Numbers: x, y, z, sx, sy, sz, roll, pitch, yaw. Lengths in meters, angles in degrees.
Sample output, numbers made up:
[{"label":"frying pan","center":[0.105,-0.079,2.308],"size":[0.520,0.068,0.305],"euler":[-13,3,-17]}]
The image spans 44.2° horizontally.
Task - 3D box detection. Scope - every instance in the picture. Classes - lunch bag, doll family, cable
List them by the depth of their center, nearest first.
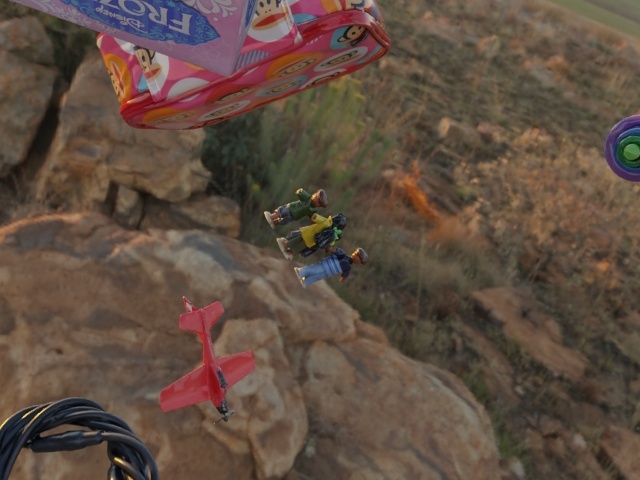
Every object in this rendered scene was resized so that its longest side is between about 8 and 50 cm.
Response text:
[{"label":"cable","center":[-0.198,0.207,0.618],"size":[0.184,0.047,0.150],"euler":[28,56,31]},{"label":"lunch bag","center":[-0.074,-0.217,0.887],"size":[0.293,0.120,0.258],"euler":[-18,1,15]},{"label":"doll family","center":[0.000,0.000,1.176],"size":[0.111,0.193,0.076],"euler":[-24,57,3]}]

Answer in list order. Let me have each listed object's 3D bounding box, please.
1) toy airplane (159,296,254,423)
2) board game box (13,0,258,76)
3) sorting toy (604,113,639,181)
[{"label":"toy airplane","center":[-0.126,0.134,0.901],"size":[0.028,0.151,0.151],"euler":[-15,0,40]},{"label":"board game box","center":[-0.163,-0.231,0.346],"size":[0.318,0.318,0.066],"euler":[18,67,-5]},{"label":"sorting toy","center":[0.416,-0.137,0.666],"size":[0.126,0.365,0.127],"euler":[-21,88,-61]}]
